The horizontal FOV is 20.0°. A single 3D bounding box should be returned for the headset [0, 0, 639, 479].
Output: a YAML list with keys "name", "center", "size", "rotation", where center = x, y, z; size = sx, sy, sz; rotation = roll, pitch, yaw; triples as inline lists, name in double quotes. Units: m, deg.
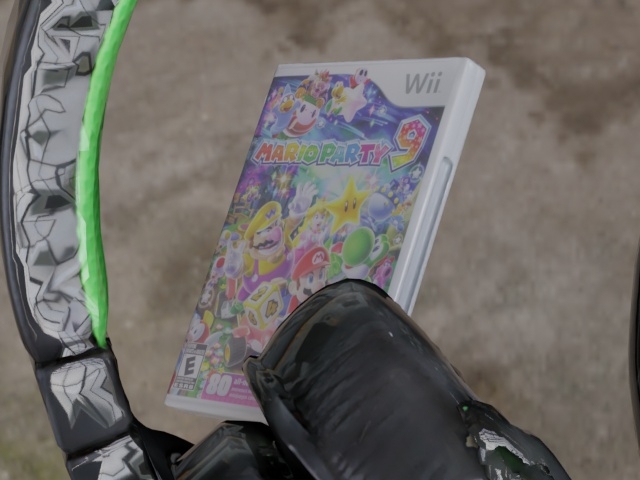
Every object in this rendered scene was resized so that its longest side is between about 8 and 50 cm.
- name: "headset"
  center: [0.084, 0.058, 0.399]
  size: [0.243, 0.394, 0.185]
  rotation: [-24, 16, -7]

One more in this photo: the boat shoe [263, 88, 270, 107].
- name: "boat shoe"
  center: [-0.012, -0.052, 1.009]
  size: [0.038, 0.046, 0.125]
  rotation: [-15, 28, 19]

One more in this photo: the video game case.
- name: "video game case"
  center: [0.000, 0.000, 0.570]
  size: [0.087, 0.011, 0.122]
  rotation: [3, 70, 46]
